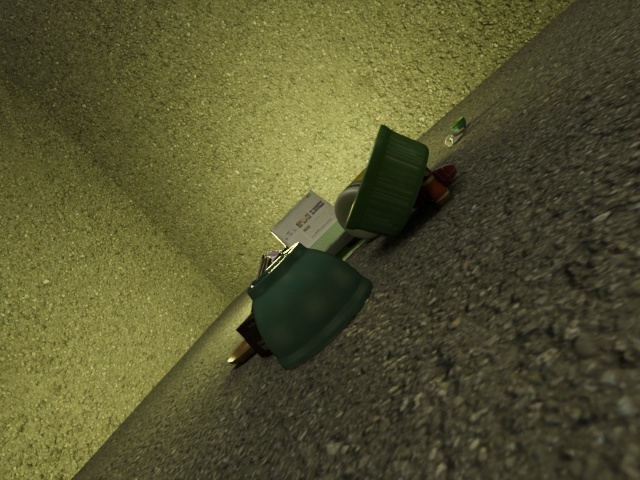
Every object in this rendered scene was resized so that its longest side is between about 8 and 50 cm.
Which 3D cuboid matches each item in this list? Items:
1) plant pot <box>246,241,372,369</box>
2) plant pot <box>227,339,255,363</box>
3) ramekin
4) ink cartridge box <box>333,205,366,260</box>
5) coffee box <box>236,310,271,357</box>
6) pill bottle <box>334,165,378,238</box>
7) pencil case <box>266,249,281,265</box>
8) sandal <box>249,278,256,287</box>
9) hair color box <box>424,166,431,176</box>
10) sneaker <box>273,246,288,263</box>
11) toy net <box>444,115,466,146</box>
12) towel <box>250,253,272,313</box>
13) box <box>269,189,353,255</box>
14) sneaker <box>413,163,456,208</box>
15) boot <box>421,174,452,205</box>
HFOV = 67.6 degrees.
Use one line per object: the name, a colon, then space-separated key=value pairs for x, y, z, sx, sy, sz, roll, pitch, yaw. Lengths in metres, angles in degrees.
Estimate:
plant pot: x=-0.050 y=0.130 z=1.144 sx=0.293 sy=0.196 sz=0.293 roll=-42 pitch=5 yaw=4
plant pot: x=-0.220 y=0.339 z=1.634 sx=0.236 sy=0.032 sz=0.236 roll=-44 pitch=5 yaw=5
ramekin: x=0.187 y=-0.154 z=1.331 sx=0.303 sy=0.148 sz=0.303 roll=19 pitch=-90 yaw=-88
ink cartridge box: x=0.100 y=-0.019 z=1.786 sx=0.189 sy=0.097 sz=0.255 roll=-43 pitch=42 yaw=-3
coffee box: x=-0.089 y=0.184 z=1.408 sx=0.168 sy=0.119 sz=0.297 roll=-36 pitch=9 yaw=47
pill bottle: x=0.199 y=-0.164 z=1.655 sx=0.188 sy=0.188 sz=0.334 roll=-38 pitch=7 yaw=45
pencil case: x=-0.168 y=0.127 z=2.105 sx=0.088 sy=0.206 sz=0.086 roll=-19 pitch=50 yaw=12
sandal: x=-0.228 y=0.217 z=2.096 sx=0.126 sy=0.138 sz=0.317 roll=-44 pitch=7 yaw=-32
hair color box: x=0.319 y=-0.189 z=1.589 sx=0.141 sy=0.072 sz=0.043 roll=-48 pitch=8 yaw=-34
sneaker: x=-0.003 y=0.021 z=2.011 sx=0.410 sy=0.158 sz=0.182 roll=-33 pitch=-16 yaw=10
toy net: x=0.552 y=-0.444 z=2.012 sx=0.122 sy=0.045 sz=0.232 roll=-39 pitch=7 yaw=37
towel: x=-0.234 y=0.204 z=1.880 sx=0.282 sy=0.049 sz=0.187 roll=105 pitch=176 yaw=-49
box: x=-0.028 y=-0.039 z=1.785 sx=0.232 sy=0.058 sz=0.322 roll=-44 pitch=40 yaw=-4
sneaker: x=0.327 y=-0.169 z=1.414 sx=0.170 sy=0.063 sz=0.075 roll=-46 pitch=10 yaw=26
boot: x=0.305 y=-0.146 z=1.303 sx=0.059 sy=0.084 sz=0.158 roll=-44 pitch=4 yaw=8
